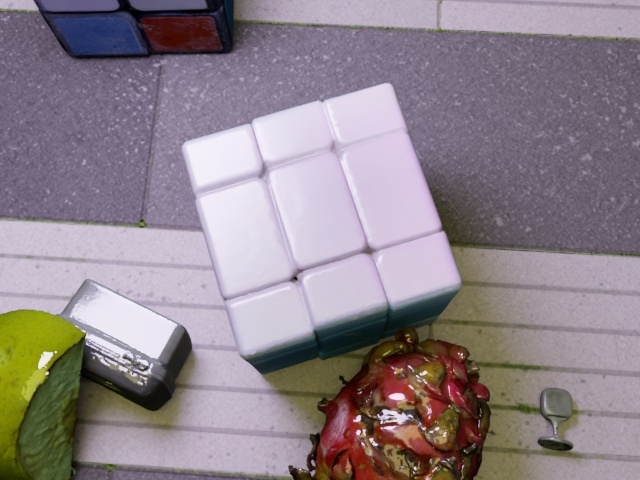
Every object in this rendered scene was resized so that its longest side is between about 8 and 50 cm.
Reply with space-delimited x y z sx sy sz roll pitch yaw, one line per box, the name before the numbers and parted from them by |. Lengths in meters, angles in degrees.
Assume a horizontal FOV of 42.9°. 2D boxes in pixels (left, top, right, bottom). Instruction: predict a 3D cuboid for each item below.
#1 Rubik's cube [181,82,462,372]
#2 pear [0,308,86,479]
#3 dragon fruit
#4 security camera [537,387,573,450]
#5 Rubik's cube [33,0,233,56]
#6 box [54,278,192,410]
Rubik's cube | 0.000 0.000 1.225 0.315 0.322 0.319 -17 76 -4
pear | -0.486 0.231 1.215 0.239 0.139 0.288 26 117 27
dragon fruit | 0.119 0.273 1.186 0.269 0.250 0.291 11 87 10
security camera | 0.372 0.280 1.284 0.058 0.058 0.092 11 63 4
Rubik's cube | -0.315 -0.520 1.375 0.313 0.316 0.318 -1 76 0
box | -0.315 0.165 1.280 0.210 0.148 0.129 25 67 8
